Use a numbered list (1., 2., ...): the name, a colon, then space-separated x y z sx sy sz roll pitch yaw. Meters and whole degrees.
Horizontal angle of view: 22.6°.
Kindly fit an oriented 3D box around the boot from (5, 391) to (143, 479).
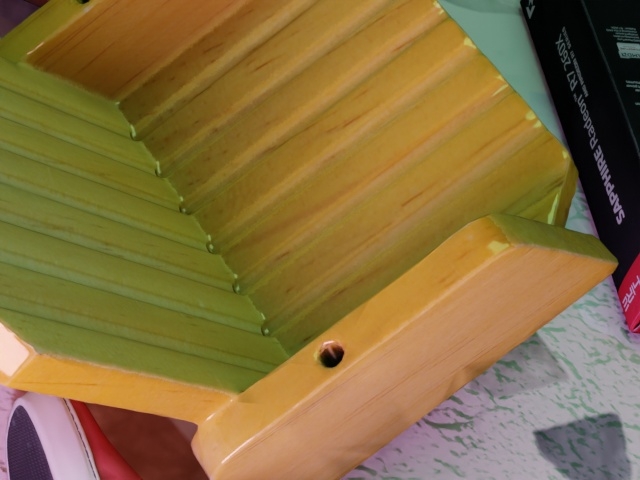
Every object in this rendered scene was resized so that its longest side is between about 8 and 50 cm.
1. boot: -0.062 0.173 0.901 0.176 0.088 0.244 -16 65 -31

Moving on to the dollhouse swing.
1. dollhouse swing: -0.070 -0.077 0.924 0.315 0.305 0.347 -37 58 3

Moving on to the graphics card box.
1. graphics card box: 0.313 -0.088 1.265 0.233 0.094 0.370 3 50 -17

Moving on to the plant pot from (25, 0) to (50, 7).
1. plant pot: -0.178 -0.284 1.166 0.243 0.275 0.275 35 46 -1
